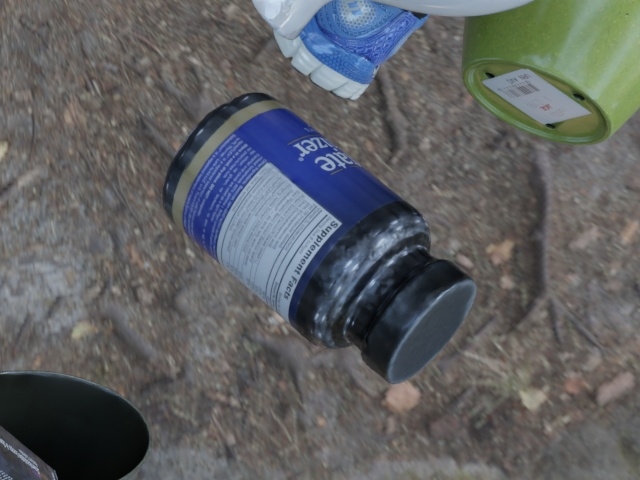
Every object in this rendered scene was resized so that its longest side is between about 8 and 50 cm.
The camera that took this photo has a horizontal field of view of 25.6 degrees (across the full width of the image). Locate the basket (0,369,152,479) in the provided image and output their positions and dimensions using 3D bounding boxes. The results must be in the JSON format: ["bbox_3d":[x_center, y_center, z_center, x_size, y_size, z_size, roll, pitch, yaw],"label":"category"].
[{"bbox_3d":[-0.264,0.245,1.164,0.204,0.154,0.226,-9,129,-51],"label":"basket"}]

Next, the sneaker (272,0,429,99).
[{"bbox_3d":[0.038,-0.279,1.174,0.147,0.330,0.130,-32,142,33],"label":"sneaker"}]

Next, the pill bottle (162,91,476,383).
[{"bbox_3d":[0.000,0.000,1.012,0.219,0.123,0.122,39,96,22],"label":"pill bottle"}]

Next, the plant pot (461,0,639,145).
[{"bbox_3d":[0.239,-0.241,1.208,0.275,0.275,0.293,32,75,-20],"label":"plant pot"}]

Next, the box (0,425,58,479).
[{"bbox_3d":[-0.218,0.134,0.759,0.116,0.029,0.162,-21,152,-1],"label":"box"}]

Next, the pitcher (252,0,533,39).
[{"bbox_3d":[0.064,-0.228,0.912,0.207,0.125,0.177,-5,79,26],"label":"pitcher"}]
